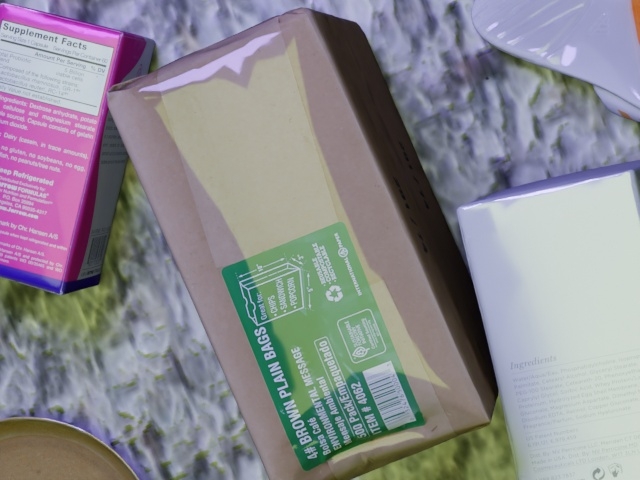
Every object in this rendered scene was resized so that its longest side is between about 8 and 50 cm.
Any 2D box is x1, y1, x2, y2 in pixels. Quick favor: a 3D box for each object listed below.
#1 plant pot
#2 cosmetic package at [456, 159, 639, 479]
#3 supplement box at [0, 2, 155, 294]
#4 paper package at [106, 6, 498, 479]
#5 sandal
[{"bbox_3d":[-0.250,0.269,1.490,0.236,0.032,0.236,0,93,7],"label":"plant pot"},{"bbox_3d":[0.210,0.060,1.311,0.138,0.224,0.225,-14,92,16],"label":"cosmetic package"},{"bbox_3d":[-0.225,-0.078,1.426,0.114,0.111,0.220,16,95,7],"label":"supplement box"},{"bbox_3d":[0.000,0.000,1.300,0.168,0.309,0.325,-23,91,10],"label":"paper package"},{"bbox_3d":[0.251,-0.152,1.382,0.265,0.076,0.102,25,82,26],"label":"sandal"}]
